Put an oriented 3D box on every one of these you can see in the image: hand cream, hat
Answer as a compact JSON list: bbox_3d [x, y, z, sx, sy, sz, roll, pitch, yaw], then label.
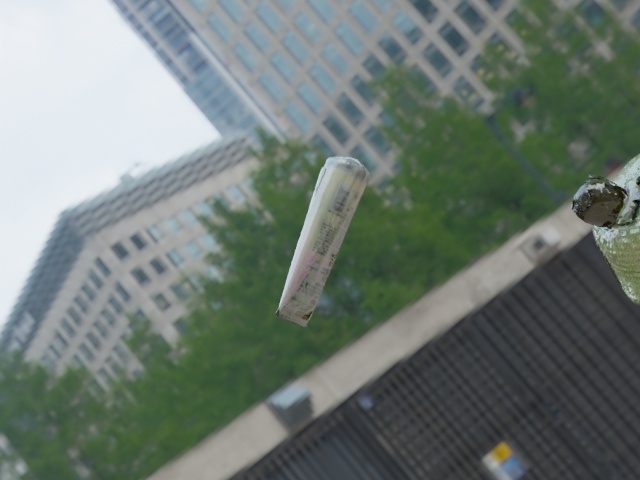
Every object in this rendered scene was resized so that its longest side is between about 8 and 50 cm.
[{"bbox_3d":[0.000,0.000,1.171,0.143,0.039,0.061,-68,-22,-5],"label":"hand cream"},{"bbox_3d":[0.144,-0.017,0.576,0.077,0.059,0.076,-33,18,9],"label":"hat"}]
